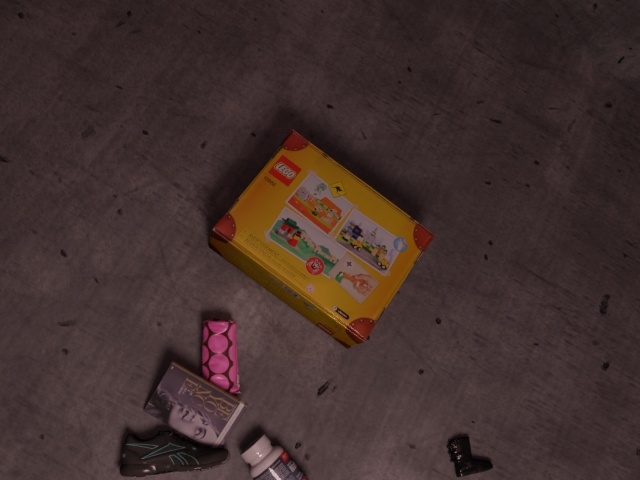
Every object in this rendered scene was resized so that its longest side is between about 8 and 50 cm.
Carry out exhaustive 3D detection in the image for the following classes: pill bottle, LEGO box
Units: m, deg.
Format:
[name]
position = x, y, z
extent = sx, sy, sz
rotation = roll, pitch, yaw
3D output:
[pill bottle]
position = -0.117, 0.588, 1.593
extent = 0.108, 0.108, 0.180
rotation = -39, 86, -20
[LEGO box]
position = 0.000, 0.000, 1.743
extent = 0.500, 0.193, 0.372
rotation = 37, 70, -1

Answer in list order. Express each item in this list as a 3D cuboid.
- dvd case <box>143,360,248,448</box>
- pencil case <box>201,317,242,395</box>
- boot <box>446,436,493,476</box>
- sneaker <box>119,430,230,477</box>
[dvd case]
position = -0.318, 0.426, 1.591
extent = 0.221, 0.018, 0.164
rotation = 31, 106, -4
[pencil case]
position = -0.260, 0.308, 1.650
extent = 0.098, 0.095, 0.209
rotation = -10, 76, 20
[boot]
position = 0.417, 0.600, 1.751
extent = 0.121, 0.045, 0.099
rotation = -7, 73, -14
[sneaker]
position = -0.361, 0.526, 1.559
extent = 0.268, 0.101, 0.106
rotation = 0, 72, -13
